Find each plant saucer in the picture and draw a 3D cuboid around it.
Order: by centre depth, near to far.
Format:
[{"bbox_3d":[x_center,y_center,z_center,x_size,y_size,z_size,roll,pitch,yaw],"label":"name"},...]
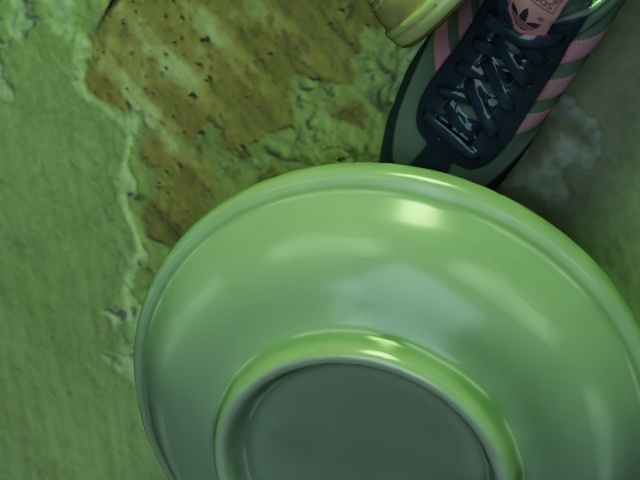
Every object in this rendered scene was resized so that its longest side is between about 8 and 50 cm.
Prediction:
[{"bbox_3d":[0.039,0.145,0.839,0.401,0.100,0.400,7,119,13],"label":"plant saucer"}]

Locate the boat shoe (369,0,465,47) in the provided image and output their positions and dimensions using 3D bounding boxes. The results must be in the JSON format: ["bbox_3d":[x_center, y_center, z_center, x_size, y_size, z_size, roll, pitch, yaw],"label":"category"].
[{"bbox_3d":[0.111,-0.291,0.773,0.110,0.121,0.341,29,90,-12],"label":"boat shoe"}]

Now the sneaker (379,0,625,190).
[{"bbox_3d":[0.131,-0.143,0.807,0.112,0.131,0.319,33,106,8],"label":"sneaker"}]
